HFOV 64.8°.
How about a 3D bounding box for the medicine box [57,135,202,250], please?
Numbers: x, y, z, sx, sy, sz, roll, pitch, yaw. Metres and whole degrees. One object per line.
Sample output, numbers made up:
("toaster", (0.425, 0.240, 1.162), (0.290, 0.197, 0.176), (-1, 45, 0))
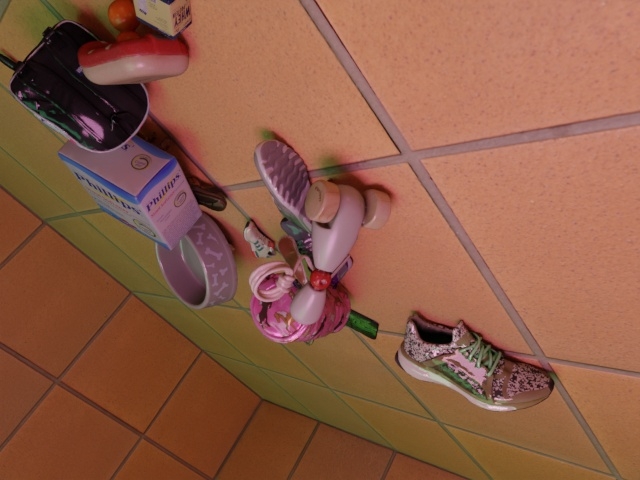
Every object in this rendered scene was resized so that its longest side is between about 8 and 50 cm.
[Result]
("medicine box", (-0.489, -0.145, 1.331), (0.263, 0.149, 0.289), (28, 158, 15))

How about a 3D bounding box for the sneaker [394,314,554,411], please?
("sneaker", (0.381, 0.300, 1.297), (0.410, 0.158, 0.182), (11, 129, 29))

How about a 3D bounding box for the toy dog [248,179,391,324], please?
("toy dog", (0.000, 0.000, 1.073), (0.220, 0.333, 0.161), (35, -167, -31))

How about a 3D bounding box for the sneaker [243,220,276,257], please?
("sneaker", (-0.174, -0.001, 1.491), (0.075, 0.057, 0.161), (6, 145, 14))

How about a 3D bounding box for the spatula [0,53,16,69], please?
("spatula", (-0.811, -0.439, 1.469), (0.296, 0.030, 0.084), (42, 155, -17))

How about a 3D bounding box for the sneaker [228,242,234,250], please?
("sneaker", (-0.388, 0.021, 1.725), (0.235, 0.090, 0.094), (0, 124, 43))

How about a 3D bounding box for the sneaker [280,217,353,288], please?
("sneaker", (-0.023, 0.030, 1.313), (0.224, 0.098, 0.083), (35, 153, -5))

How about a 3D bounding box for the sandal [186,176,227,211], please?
("sandal", (-0.354, -0.146, 1.428), (0.219, 0.060, 0.090), (17, 153, 20))

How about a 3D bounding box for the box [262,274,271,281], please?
("box", (-0.180, 0.137, 1.756), (0.067, 0.018, 0.083), (38, 153, -9))

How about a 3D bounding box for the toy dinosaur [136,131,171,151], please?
("toy dinosaur", (-0.491, -0.257, 1.387), (0.211, 0.064, 0.112), (2, 141, 46))

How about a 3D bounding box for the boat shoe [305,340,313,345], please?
("boat shoe", (-0.046, 0.376, 1.973), (0.048, 0.056, 0.153), (28, 161, 0))

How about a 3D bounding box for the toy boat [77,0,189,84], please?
("toy boat", (-0.374, -0.388, 0.983), (0.231, 0.151, 0.151), (4, 108, 35))

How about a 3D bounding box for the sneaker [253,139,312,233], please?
("sneaker", (-0.081, -0.107, 1.139), (0.115, 0.105, 0.281), (10, 146, 39))

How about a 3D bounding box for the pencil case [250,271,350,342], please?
("pencil case", (-0.037, 0.175, 1.338), (0.160, 0.167, 0.386), (18, 179, 21))

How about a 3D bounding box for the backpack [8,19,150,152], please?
("backpack", (-0.522, -0.327, 1.133), (0.253, 0.225, 0.191), (40, 175, -23))

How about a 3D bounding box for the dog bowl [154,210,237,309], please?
("dog bowl", (-0.421, 0.069, 1.658), (0.349, 0.102, 0.348), (23, 125, 38))

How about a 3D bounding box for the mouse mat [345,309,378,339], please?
("mouse mat", (0.103, 0.261, 1.667), (0.190, 0.007, 0.152), (24, 152, 16))

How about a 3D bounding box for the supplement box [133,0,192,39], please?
("supplement box", (-0.279, -0.419, 0.886), (0.083, 0.056, 0.083), (31, 153, 5))
